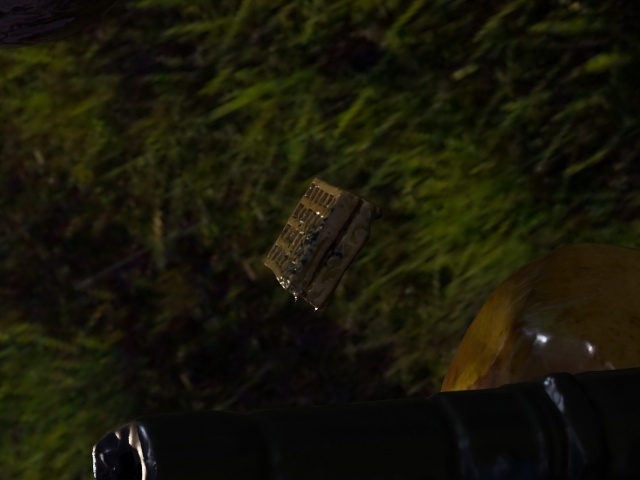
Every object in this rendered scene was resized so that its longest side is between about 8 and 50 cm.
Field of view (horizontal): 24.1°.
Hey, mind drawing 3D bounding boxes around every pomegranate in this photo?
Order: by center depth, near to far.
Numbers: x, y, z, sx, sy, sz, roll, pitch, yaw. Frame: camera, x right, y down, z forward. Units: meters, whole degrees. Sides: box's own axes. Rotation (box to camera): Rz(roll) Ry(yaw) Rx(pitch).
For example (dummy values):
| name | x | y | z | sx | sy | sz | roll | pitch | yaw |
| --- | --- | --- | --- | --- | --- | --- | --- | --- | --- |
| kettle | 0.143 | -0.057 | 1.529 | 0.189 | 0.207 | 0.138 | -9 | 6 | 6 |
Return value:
| name | x | y | z | sx | sy | sz | roll | pitch | yaw |
| --- | --- | --- | --- | --- | --- | --- | --- | --- | --- |
| pomegranate | 0.241 | 0.145 | 1.310 | 0.307 | 0.307 | 0.307 | 33 | 139 | 34 |

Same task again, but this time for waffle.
| name | x | y | z | sx | sy | sz | roll | pitch | yaw |
| --- | --- | --- | --- | --- | --- | --- | --- | --- | --- |
| waffle | 0.000 | -0.001 | 1.280 | 0.042 | 0.102 | 0.148 | 32 | -178 | -12 |

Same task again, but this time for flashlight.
| name | x | y | z | sx | sy | sz | roll | pitch | yaw |
| --- | --- | --- | --- | --- | --- | --- | --- | --- | --- |
| flashlight | 0.063 | 0.143 | 0.970 | 0.103 | 0.424 | 0.103 | 178 | 90 | -65 |

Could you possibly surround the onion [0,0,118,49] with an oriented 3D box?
| name | x | y | z | sx | sy | sz | roll | pitch | yaw |
| --- | --- | --- | --- | --- | --- | --- | --- | --- | --- |
| onion | -0.255 | -0.282 | 1.405 | 0.227 | 0.283 | 0.120 | 58 | -166 | -48 |
